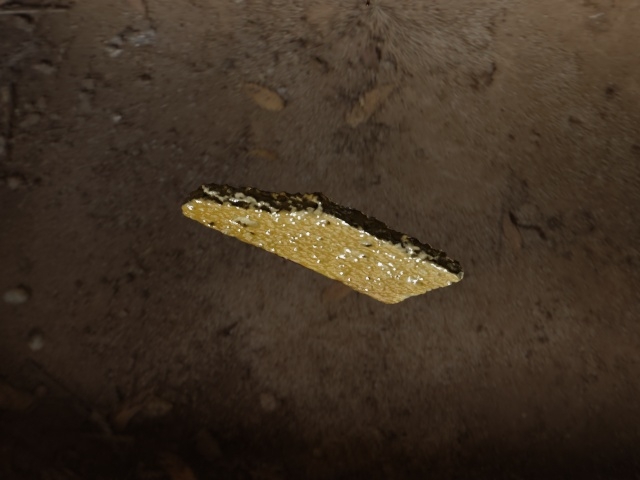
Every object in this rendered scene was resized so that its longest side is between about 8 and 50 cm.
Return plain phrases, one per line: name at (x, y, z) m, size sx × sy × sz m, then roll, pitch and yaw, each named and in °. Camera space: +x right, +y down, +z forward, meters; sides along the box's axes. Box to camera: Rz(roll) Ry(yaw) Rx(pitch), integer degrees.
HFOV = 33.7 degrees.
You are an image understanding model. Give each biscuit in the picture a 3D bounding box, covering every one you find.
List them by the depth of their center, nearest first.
biscuit at (0.001, -0.005, 0.946) m, size 0.237 × 0.131 × 0.026 m, roll 25°, pitch 64°, yaw -20°

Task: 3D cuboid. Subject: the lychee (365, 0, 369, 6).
lychee at (0.020, -0.338, 1.144) m, size 0.101 × 0.140 × 0.114 m, roll 45°, pitch 113°, yaw 19°
